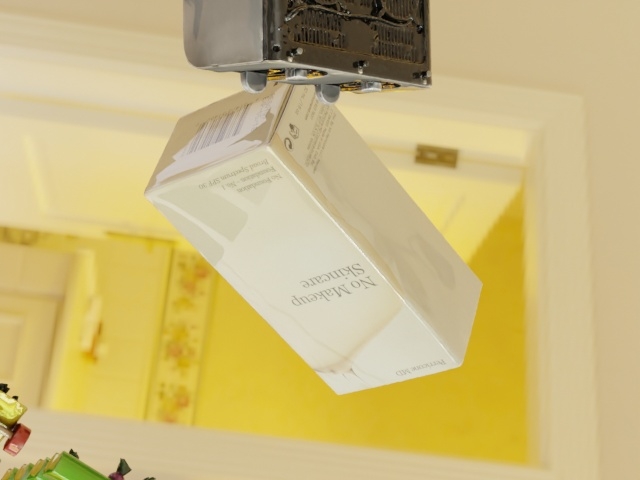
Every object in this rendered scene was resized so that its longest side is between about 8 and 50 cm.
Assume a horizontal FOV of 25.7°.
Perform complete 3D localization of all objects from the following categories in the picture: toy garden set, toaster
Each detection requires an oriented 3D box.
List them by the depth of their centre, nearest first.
[{"bbox_3d":[-0.007,-0.197,1.020,0.110,0.168,0.185,-5,-95,45],"label":"toaster"},{"bbox_3d":[-0.250,0.197,1.259,0.049,0.204,0.244,-61,-165,-23],"label":"toy garden set"}]

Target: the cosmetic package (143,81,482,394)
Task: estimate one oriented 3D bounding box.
[{"bbox_3d":[0.000,0.000,1.322,0.160,0.309,0.113,-19,-144,36],"label":"cosmetic package"}]
